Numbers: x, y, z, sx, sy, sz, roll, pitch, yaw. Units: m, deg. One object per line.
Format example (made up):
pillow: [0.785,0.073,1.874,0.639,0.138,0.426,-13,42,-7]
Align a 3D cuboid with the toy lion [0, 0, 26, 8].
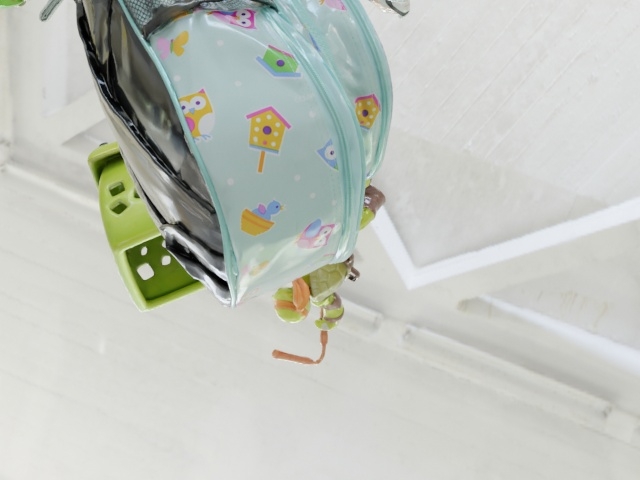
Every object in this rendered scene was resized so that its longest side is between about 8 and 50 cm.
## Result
toy lion: [-0.419,-0.336,0.892,0.034,0.096,0.100,-10,-72,41]

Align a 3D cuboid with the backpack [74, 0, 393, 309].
backpack: [-0.042,-0.066,0.392,0.145,0.188,0.165,-15,-30,-14]

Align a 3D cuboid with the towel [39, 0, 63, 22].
towel: [-0.482,-0.474,1.345,0.113,0.152,0.023,-42,-58,19]

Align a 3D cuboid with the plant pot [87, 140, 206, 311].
plant pot: [-0.235,-0.053,1.145,0.207,0.227,0.228,61,-16,25]

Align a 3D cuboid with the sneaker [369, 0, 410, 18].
sneaker: [0.080,-0.339,1.001,0.109,0.040,0.043,35,-26,32]

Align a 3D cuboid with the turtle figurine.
turtle figurine: [0.000,0.000,0.747,0.087,0.217,0.269,9,-33,33]
